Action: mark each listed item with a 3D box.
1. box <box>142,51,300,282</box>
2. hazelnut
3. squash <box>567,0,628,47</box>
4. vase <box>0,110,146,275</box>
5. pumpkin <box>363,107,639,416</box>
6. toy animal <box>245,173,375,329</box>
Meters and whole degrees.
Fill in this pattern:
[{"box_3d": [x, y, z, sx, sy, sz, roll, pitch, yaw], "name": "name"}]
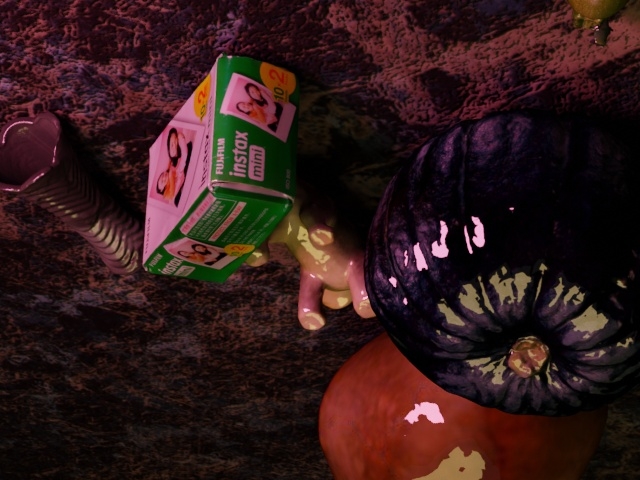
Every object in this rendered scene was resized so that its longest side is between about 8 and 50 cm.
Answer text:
[{"box_3d": [-0.111, -0.074, 1.680, 0.103, 0.180, 0.250, 11, 151, -20], "name": "box"}, {"box_3d": [0.183, 0.246, 1.979, 0.365, 0.366, 0.366, 8, 148, 5], "name": "hazelnut"}, {"box_3d": [0.248, -0.278, 1.337, 0.087, 0.087, 0.331, 6, 150, 8], "name": "squash"}, {"box_3d": [-0.293, -0.047, 1.856, 0.115, 0.115, 0.237, -7, 147, 27], "name": "vase"}, {"box_3d": [0.230, 0.026, 1.648, 0.363, 0.266, 0.363, 10, 144, 7], "name": "pumpkin"}, {"box_3d": [0.005, 0.016, 1.792, 0.121, 0.169, 0.233, -23, 134, 22], "name": "toy animal"}]
